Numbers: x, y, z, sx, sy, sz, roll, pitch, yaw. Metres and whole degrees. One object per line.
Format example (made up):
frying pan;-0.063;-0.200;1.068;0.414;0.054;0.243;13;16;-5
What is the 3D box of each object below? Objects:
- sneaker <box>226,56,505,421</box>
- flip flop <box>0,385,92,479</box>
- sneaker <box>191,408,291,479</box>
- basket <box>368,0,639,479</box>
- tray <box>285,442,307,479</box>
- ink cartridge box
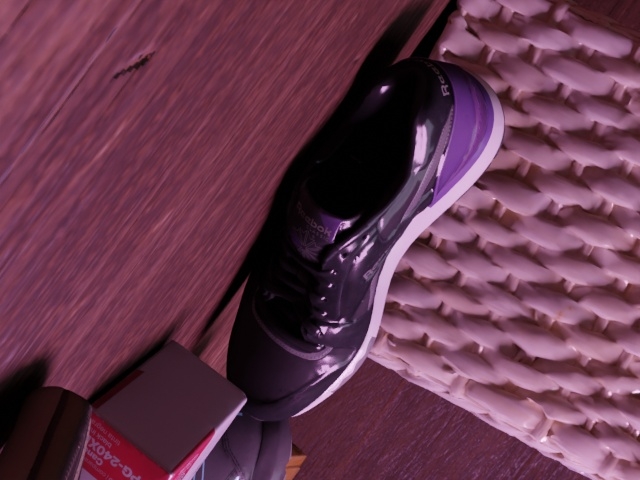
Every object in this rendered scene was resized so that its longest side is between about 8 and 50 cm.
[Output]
sneaker;0.000;0.000;0.707;0.283;0.107;0.124;-59;159;15
flip flop;-0.154;0.146;0.359;0.277;0.080;0.112;-71;-174;-53
sneaker;-0.118;0.228;0.778;0.101;0.106;0.267;11;-102;52
basket;0.194;0.004;0.895;0.328;0.331;0.266;-61;173;0
tray;-0.130;0.299;1.173;0.202;0.076;0.411;-54;166;-3
ink cartridge box;-0.122;0.148;0.643;0.150;0.063;0.109;-55;174;22
